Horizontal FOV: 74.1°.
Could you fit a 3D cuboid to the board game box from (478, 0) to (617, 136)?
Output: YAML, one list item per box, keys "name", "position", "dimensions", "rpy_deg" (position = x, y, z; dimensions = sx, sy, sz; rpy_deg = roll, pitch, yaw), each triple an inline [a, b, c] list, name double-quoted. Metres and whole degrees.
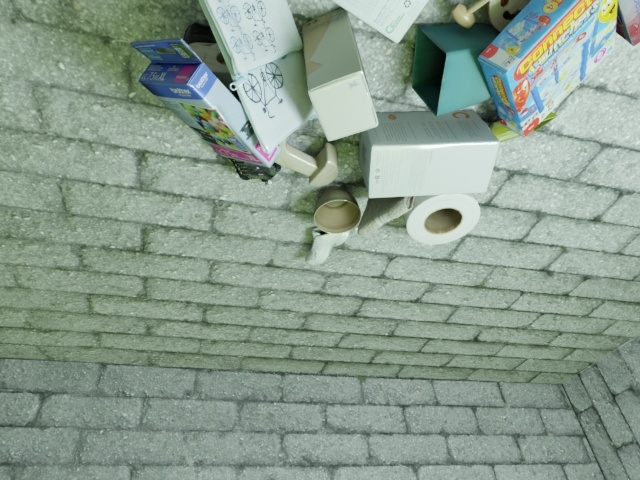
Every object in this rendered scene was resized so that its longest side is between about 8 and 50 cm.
- name: "board game box"
  position: [0.551, -0.450, 1.013]
  dimensions: [0.308, 0.086, 0.302]
  rpy_deg: [-47, 146, 12]

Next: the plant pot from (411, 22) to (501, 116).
- name: "plant pot"
  position: [0.380, -0.452, 1.083]
  dimensions: [0.234, 0.166, 0.165]
  rpy_deg: [-14, 139, -8]

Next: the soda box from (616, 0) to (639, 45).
- name: "soda box"
  position: [0.726, -0.596, 0.997]
  dimensions: [0.083, 0.092, 0.263]
  rpy_deg: [-32, 132, 28]

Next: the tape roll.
- name: "tape roll"
  position: [0.397, -0.125, 1.444]
  dimensions: [0.246, 0.169, 0.246]
  rpy_deg: [-2, 139, -2]

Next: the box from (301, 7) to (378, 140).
- name: "box"
  position: [0.040, -0.394, 0.992]
  dimensions: [0.121, 0.311, 0.148]
  rpy_deg: [-16, 138, 12]

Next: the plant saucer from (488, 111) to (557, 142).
- name: "plant saucer"
  position: [0.567, -0.334, 1.255]
  dimensions: [0.188, 0.045, 0.188]
  rpy_deg: [-18, 179, 9]

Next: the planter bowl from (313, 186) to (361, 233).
- name: "planter bowl"
  position: [0.054, -0.117, 1.462]
  dimensions: [0.162, 0.109, 0.162]
  rpy_deg: [-3, 139, -3]

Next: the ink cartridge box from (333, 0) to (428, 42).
- name: "ink cartridge box"
  position: [0.134, -0.651, 0.896]
  dimensions: [0.330, 0.071, 0.324]
  rpy_deg: [22, 133, -23]

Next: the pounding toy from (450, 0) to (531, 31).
- name: "pounding toy"
  position: [0.451, -0.561, 0.962]
  dimensions: [0.269, 0.155, 0.154]
  rpy_deg: [-35, 127, 29]

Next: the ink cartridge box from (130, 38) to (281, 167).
- name: "ink cartridge box"
  position: [-0.238, -0.272, 0.876]
  dimensions: [0.185, 0.065, 0.311]
  rpy_deg: [19, 163, 37]

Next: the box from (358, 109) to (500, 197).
- name: "box"
  position: [0.297, -0.257, 1.234]
  dimensions: [0.345, 0.215, 0.168]
  rpy_deg: [-3, 130, -2]

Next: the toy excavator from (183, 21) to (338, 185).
- name: "toy excavator"
  position: [-0.152, -0.324, 1.164]
  dimensions: [0.433, 0.222, 0.445]
  rpy_deg: [1, 151, -4]

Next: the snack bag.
- name: "snack bag"
  position: [-0.105, -0.389, 0.909]
  dimensions: [0.037, 0.323, 0.342]
  rpy_deg: [-7, 118, 28]

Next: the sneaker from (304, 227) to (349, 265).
- name: "sneaker"
  position: [0.000, 0.000, 1.621]
  dimensions: [0.115, 0.090, 0.232]
  rpy_deg: [30, 119, -25]

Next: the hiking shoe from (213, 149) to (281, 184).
- name: "hiking shoe"
  position: [-0.240, -0.236, 1.314]
  dimensions: [0.227, 0.086, 0.114]
  rpy_deg: [21, 129, -28]

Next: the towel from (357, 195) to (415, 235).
- name: "towel"
  position: [0.218, -0.129, 1.344]
  dimensions: [0.187, 0.282, 0.049]
  rpy_deg: [-32, 109, 35]
